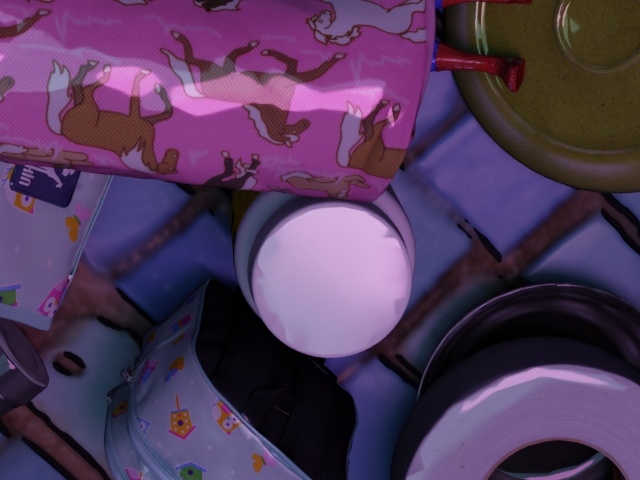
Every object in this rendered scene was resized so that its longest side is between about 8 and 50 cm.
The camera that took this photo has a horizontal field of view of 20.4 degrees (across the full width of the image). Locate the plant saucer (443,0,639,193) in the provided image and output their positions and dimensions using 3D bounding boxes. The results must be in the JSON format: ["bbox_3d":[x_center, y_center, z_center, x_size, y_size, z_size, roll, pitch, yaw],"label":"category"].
[{"bbox_3d":[0.193,-0.147,1.195,0.241,0.037,0.241,5,104,19],"label":"plant saucer"}]

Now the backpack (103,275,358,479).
[{"bbox_3d":[-0.062,0.132,1.216,0.144,0.188,0.166,-42,104,6],"label":"backpack"}]

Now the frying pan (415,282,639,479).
[{"bbox_3d":[0.194,0.177,1.316,0.197,0.053,0.326,-26,106,4],"label":"frying pan"}]

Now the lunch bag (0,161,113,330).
[{"bbox_3d":[-0.254,-0.076,1.162,0.262,0.160,0.223,21,87,-21],"label":"lunch bag"}]

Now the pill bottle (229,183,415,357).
[{"bbox_3d":[0.000,0.000,1.177,0.119,0.208,0.119,-1,103,-4],"label":"pill bottle"}]

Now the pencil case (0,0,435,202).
[{"bbox_3d":[-0.132,-0.116,1.018,0.386,0.167,0.160,5,93,-12],"label":"pencil case"}]

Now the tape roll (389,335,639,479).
[{"bbox_3d":[0.160,0.182,1.257,0.219,0.072,0.219,-1,104,-3],"label":"tape roll"}]

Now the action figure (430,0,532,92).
[{"bbox_3d":[-0.011,-0.148,1.161,0.280,0.139,0.091,7,99,13],"label":"action figure"}]

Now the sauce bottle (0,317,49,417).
[{"bbox_3d":[-0.343,0.177,1.247,0.344,0.111,0.111,-35,104,5],"label":"sauce bottle"}]
